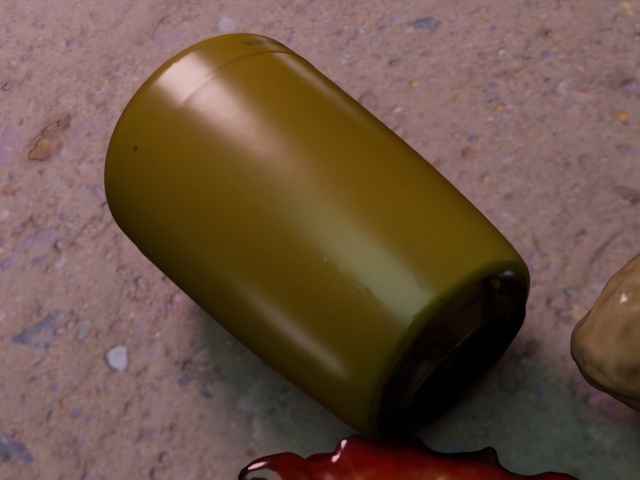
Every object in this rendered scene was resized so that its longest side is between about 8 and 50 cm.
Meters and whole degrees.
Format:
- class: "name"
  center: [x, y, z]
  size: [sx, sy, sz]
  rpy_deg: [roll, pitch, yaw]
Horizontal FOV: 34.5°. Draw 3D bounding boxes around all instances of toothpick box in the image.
- class: "toothpick box"
  center: [0.000, 0.000, 0.664]
  size: [0.175, 0.175, 0.271]
  rpy_deg: [-43, 59, -10]

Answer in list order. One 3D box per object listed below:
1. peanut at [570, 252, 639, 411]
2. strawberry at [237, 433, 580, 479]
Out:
- class: "peanut"
  center: [0.270, 0.027, 0.586]
  size: [0.257, 0.123, 0.123]
  rpy_deg: [-25, 54, 2]
- class: "strawberry"
  center: [0.072, 0.213, 0.526]
  size: [0.280, 0.150, 0.253]
  rpy_deg: [-18, 38, -33]
